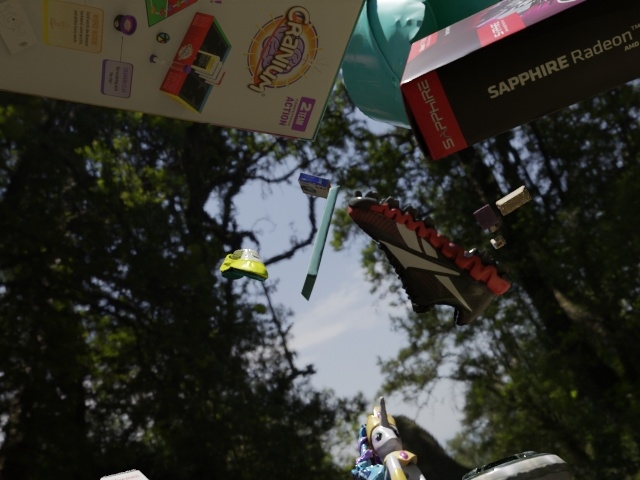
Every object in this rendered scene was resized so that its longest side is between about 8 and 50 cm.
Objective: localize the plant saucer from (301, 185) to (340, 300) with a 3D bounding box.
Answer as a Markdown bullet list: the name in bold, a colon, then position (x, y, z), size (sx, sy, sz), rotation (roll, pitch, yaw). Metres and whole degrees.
- **plant saucer**: position (0.000, 0.000, 1.083), size (0.018, 0.192, 0.067), rotation (17, -39, -1)

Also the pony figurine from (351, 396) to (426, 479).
- **pony figurine**: position (0.166, 0.513, 1.291), size (0.302, 0.351, 0.363), rotation (-8, 12, -10)

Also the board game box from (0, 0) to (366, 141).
- **board game box**: position (-0.124, -0.210, 0.552), size (0.316, 0.064, 0.242), rotation (8, -42, -16)

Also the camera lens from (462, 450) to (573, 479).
- **camera lens**: position (0.357, 0.515, 1.166), size (0.219, 0.274, 0.219), rotation (-14, -30, -8)

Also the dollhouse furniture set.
- **dollhouse furniture set**: position (0.382, -0.053, 1.408), size (0.114, 0.091, 0.081), rotation (-33, 5, 13)

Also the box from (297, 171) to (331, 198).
- **box**: position (-0.013, -0.147, 1.839), size (0.081, 0.028, 0.136), rotation (15, -12, 8)

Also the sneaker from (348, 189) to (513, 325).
- **sneaker**: position (0.146, 0.032, 1.046), size (0.135, 0.276, 0.097), rotation (-57, -2, 4)

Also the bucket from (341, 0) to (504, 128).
- **bucket**: position (0.179, -0.300, 1.107), size (0.281, 0.281, 0.183), rotation (-9, 19, -40)

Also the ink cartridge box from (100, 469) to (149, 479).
- **ink cartridge box**: position (-0.330, 0.481, 1.235), size (0.099, 0.135, 0.056), rotation (13, -75, -60)

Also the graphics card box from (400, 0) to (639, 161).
- **graphics card box**: position (0.267, -0.219, 0.700), size (0.370, 0.094, 0.233), rotation (-20, 19, 19)

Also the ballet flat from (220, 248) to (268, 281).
- **ballet flat**: position (-0.194, 0.060, 1.761), size (0.077, 0.077, 0.231), rotation (23, -13, -27)
